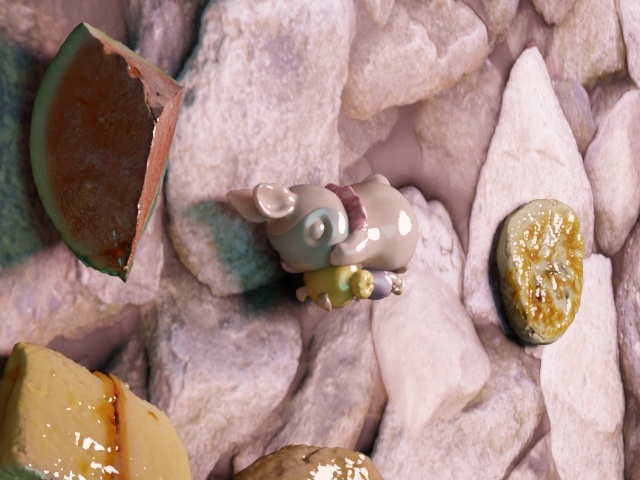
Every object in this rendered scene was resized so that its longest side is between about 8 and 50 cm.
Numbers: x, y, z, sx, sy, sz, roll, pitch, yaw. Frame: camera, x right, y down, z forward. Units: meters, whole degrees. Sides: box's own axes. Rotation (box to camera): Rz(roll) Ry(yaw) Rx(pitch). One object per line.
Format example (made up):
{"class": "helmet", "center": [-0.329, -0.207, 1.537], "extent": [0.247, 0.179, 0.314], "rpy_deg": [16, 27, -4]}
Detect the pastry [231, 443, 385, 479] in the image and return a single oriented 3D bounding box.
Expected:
{"class": "pastry", "center": [-0.015, 0.382, 1.164], "extent": [0.329, 0.136, 0.330], "rpy_deg": [2, 88, -50]}

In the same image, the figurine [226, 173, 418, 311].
{"class": "figurine", "center": [0.000, 0.000, 1.235], "extent": [0.235, 0.127, 0.155], "rpy_deg": [-2, 98, -43]}

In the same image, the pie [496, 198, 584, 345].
{"class": "pie", "center": [0.349, 0.047, 1.665], "extent": [0.240, 0.054, 0.240], "rpy_deg": [2, 87, -47]}

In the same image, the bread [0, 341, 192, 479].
{"class": "bread", "center": [-0.236, 0.222, 1.015], "extent": [0.240, 0.135, 0.178], "rpy_deg": [41, 24, -37]}

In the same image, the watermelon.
{"class": "watermelon", "center": [-0.198, -0.083, 1.044], "extent": [0.146, 0.128, 0.231], "rpy_deg": [4, 97, -75]}
